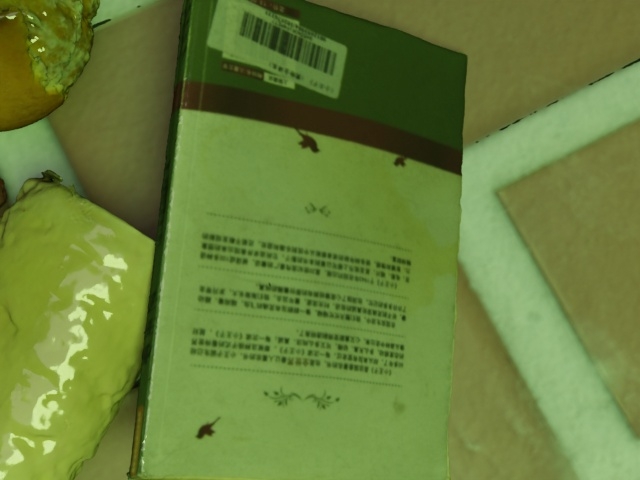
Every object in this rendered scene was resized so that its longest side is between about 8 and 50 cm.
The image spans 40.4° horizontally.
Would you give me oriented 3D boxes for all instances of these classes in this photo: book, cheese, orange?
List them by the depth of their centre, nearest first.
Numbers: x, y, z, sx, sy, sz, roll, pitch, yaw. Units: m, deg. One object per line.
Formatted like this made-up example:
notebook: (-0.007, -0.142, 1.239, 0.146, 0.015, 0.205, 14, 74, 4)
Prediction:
cheese: (-0.160, 0.056, 0.498, 0.123, 0.094, 0.167, 31, 80, 0)
orange: (-0.209, -0.141, 0.512, 0.157, 0.134, 0.156, 0, 93, 0)
book: (0.000, 0.000, 0.515, 0.201, 0.026, 0.289, 12, 77, -28)

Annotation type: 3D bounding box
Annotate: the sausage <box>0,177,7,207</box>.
sausage: (-0.281, -0.012, 0.529, 0.177, 0.040, 0.047, -16, 83, -5)
